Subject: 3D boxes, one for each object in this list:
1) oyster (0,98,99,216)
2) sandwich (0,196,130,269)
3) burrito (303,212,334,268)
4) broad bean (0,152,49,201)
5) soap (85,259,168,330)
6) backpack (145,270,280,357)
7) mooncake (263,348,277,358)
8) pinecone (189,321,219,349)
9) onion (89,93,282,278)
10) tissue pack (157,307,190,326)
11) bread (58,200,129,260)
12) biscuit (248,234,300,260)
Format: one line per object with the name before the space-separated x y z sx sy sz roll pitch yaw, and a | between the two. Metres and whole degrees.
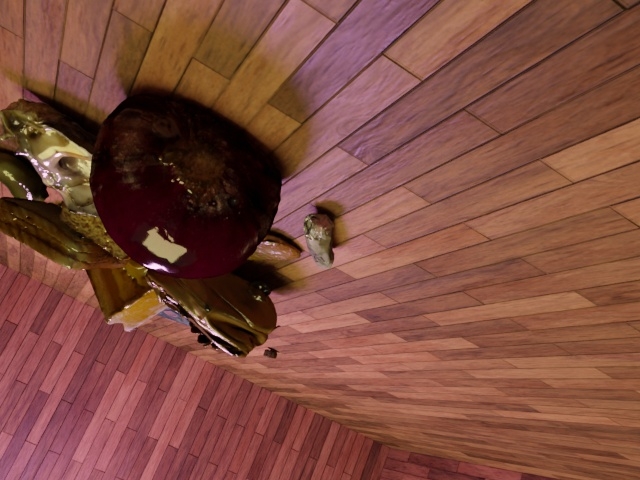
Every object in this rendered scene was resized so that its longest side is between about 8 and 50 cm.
oyster | -0.496 -0.155 1.385 0.275 0.100 0.271 9 130 2
sandwich | -0.654 -0.012 1.782 0.271 0.099 0.301 31 -173 14
burrito | 0.000 0.001 1.358 0.064 0.064 0.203 19 160 11
broad bean | -0.787 -0.157 1.773 0.124 0.082 0.174 12 158 20
soap | -0.609 0.076 2.235 0.339 0.304 0.169 58 -176 28
backpack | -0.288 0.154 1.835 0.378 0.201 0.353 39 169 -21
mooncake | -0.228 0.410 2.643 0.150 0.057 0.347 12 158 -6
pinecone | -0.318 0.228 2.095 0.207 0.208 0.208 20 160 8
onion | -0.251 -0.070 1.177 0.336 0.260 0.281 31 164 -22
tissue pack | -0.604 0.201 2.450 0.315 0.103 0.228 17 157 15
bread | -0.512 -0.043 1.659 0.229 0.143 0.139 33 173 7
biscuit | -0.145 0.015 1.597 0.118 0.029 0.247 30 160 -37
